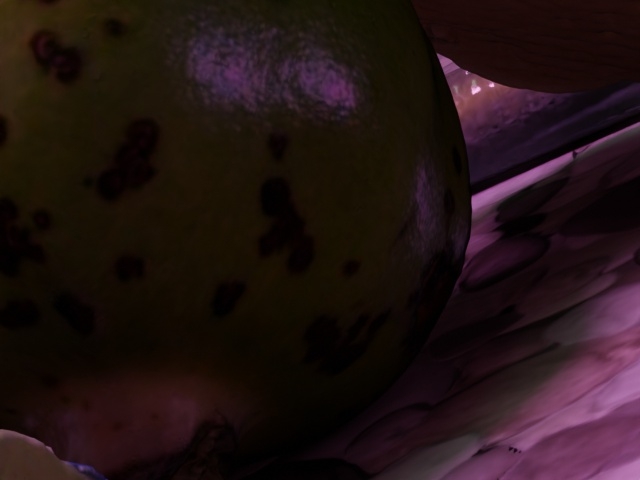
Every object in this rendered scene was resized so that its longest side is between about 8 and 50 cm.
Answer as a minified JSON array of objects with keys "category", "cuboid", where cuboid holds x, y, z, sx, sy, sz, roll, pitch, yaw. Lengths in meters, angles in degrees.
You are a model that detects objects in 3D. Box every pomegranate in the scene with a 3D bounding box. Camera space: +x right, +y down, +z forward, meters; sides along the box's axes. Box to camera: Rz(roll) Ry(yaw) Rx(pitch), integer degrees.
[{"category":"pomegranate","cuboid":[-0.068,-0.016,0.609,0.254,0.270,0.254,-8,-25,-4]}]

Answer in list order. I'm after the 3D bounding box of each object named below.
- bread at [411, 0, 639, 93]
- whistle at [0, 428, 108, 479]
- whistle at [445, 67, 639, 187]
[{"category":"bread","cuboid":[0.078,-0.124,0.698,0.316,0.054,0.316,11,-9,2]},{"category":"whistle","cuboid":[-0.098,0.104,0.476,0.227,0.085,0.105,-20,22,44]},{"category":"whistle","cuboid":[0.066,-0.052,0.920,0.326,0.068,0.057,-25,-25,29]}]
